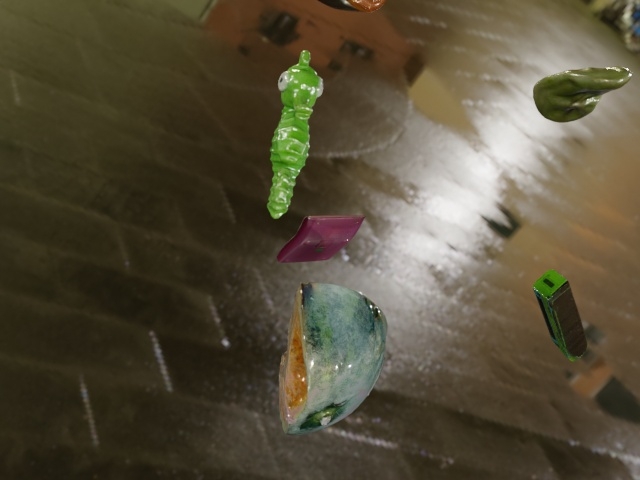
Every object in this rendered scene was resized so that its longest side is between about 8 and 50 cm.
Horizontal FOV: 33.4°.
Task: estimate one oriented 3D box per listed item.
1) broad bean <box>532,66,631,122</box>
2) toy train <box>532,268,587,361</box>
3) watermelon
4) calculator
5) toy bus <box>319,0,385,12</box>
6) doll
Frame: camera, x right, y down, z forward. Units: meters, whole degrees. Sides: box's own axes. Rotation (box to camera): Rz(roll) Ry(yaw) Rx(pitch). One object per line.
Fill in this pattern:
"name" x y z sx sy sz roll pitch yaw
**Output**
"broad bean" 0.457 -0.271 1.887 0.153 0.206 0.072 -8 79 -12
"toy train" 0.367 0.118 1.632 0.042 0.044 0.209 44 -9 39
"watermelon" 0.030 0.228 1.814 0.188 0.322 0.175 -1 54 -7
"calculator" 0.000 0.000 2.090 0.127 0.190 0.034 -4 65 -27
"toy bus" 0.127 -0.405 1.122 0.092 0.409 0.093 44 -9 -31
"doll" -0.032 -0.117 1.190 0.050 0.190 0.115 10 0 -2
